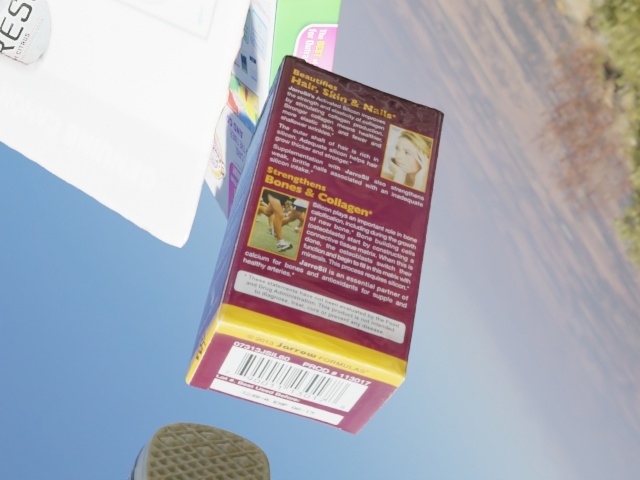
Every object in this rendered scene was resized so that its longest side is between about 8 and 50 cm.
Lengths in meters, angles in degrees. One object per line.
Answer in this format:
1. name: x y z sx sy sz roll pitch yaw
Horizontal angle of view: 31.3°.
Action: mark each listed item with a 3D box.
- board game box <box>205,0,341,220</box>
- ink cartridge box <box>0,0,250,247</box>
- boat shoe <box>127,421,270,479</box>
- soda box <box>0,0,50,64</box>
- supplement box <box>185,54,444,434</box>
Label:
1. board game box: -0.069 -0.168 1.173 0.242 0.064 0.317 -122 30 -45
2. ink cartridge box: -0.070 -0.231 0.438 0.308 0.385 0.091 29 -161 35
3. boat shoe: -0.128 0.317 0.925 0.186 0.156 0.500 17 -165 -4
4. soda box: -0.214 -0.170 0.802 0.063 0.183 0.058 44 -177 29
5. supplement box: 0.000 0.000 0.651 0.081 0.104 0.188 121 164 -54
